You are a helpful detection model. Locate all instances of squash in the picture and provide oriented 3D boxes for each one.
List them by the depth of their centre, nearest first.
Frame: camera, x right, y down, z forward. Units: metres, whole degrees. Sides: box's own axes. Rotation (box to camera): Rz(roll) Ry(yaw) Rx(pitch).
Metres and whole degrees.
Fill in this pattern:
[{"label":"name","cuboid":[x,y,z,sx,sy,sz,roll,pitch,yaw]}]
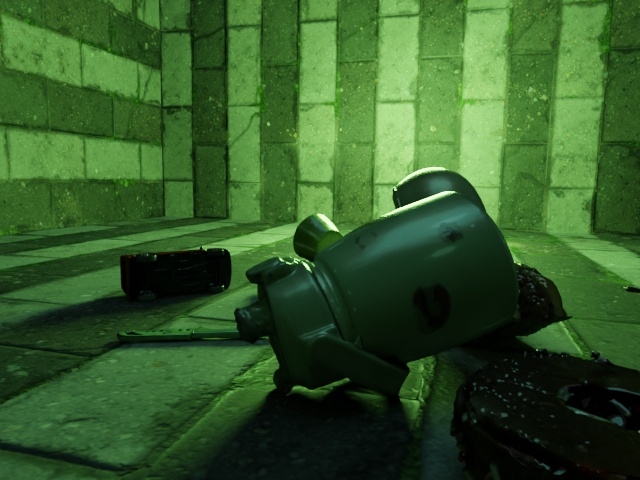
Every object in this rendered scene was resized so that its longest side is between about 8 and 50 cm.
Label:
[{"label":"squash","cuboid":[0.000,0.000,1.707,0.170,0.170,0.122,-4,21,-38]}]

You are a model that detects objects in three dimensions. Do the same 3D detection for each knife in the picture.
[{"label":"knife","cuboid":[-0.205,0.162,0.884,0.292,0.020,0.043,-1,9,-9]}]

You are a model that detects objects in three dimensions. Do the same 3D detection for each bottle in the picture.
[{"label":"bottle","cuboid":[0.067,0.091,0.686,0.351,0.229,0.229,-22,13,-13]}]

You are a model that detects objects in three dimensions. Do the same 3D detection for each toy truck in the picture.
[{"label":"toy truck","cuboid":[-0.347,0.073,1.223,0.252,0.108,0.114,-4,9,-35]}]

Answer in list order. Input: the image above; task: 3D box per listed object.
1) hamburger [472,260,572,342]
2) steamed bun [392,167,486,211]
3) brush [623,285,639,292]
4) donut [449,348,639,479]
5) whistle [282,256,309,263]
[{"label":"hamburger","cuboid":[0.292,0.098,0.910,0.155,0.246,0.282,-6,-36,-13]},{"label":"steamed bun","cuboid":[0.300,-0.023,1.230,0.206,0.325,0.324,-11,6,4]},{"label":"brush","cuboid":[0.865,0.125,1.160,0.300,0.071,0.084,2,-4,12]},{"label":"donut","cuboid":[0.249,0.183,0.447,0.269,0.103,0.270,1,9,0]},{"label":"whistle","cuboid":[-0.067,0.088,1.207,0.110,0.092,0.244,3,4,-20]}]
